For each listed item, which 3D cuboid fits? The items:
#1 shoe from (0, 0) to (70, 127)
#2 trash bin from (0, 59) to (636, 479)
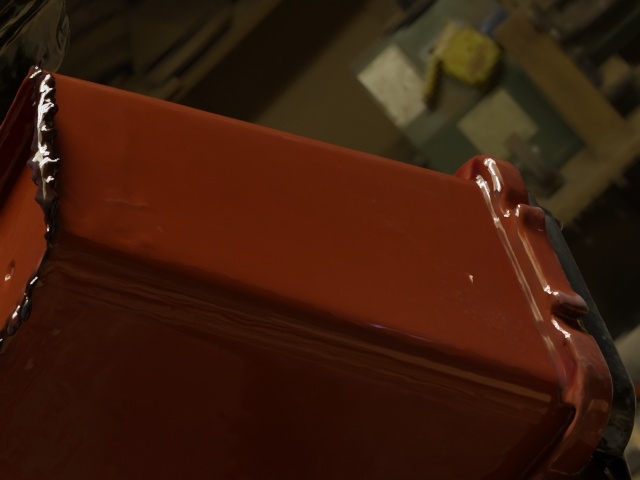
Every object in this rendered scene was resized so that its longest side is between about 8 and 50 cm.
[{"bbox_3d":[-0.248,-0.232,1.226,0.384,0.171,0.237,-54,-9,-13],"label":"shoe"},{"bbox_3d":[-0.019,0.048,0.584,0.161,0.239,0.184,-56,32,29],"label":"trash bin"}]
